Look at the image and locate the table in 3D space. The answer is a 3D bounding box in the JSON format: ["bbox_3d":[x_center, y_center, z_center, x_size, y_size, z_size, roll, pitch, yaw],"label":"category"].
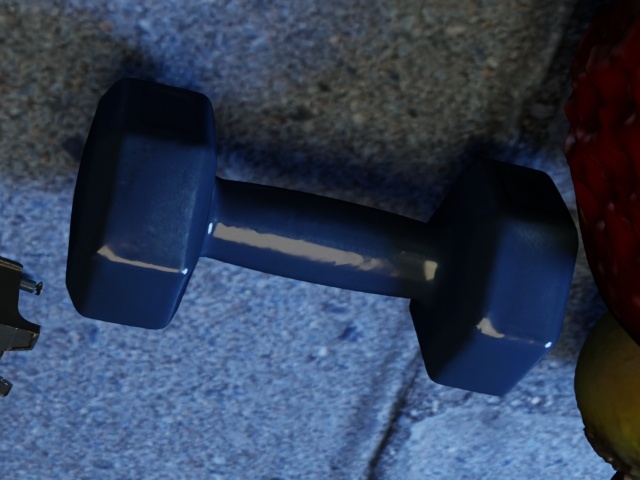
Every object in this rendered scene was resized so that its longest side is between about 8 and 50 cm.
[{"bbox_3d":[-0.251,0.058,1.037,0.082,0.070,0.083,18,125,-21],"label":"table"}]

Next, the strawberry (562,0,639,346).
[{"bbox_3d":[0.288,-0.033,0.817,0.295,0.345,0.317,22,124,-18],"label":"strawberry"}]

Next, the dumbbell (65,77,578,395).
[{"bbox_3d":[0.000,0.000,0.946,0.325,0.144,0.160,12,149,-12],"label":"dumbbell"}]

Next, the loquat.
[{"bbox_3d":[0.276,0.099,1.043,0.204,0.149,0.172,-36,147,8],"label":"loquat"}]
